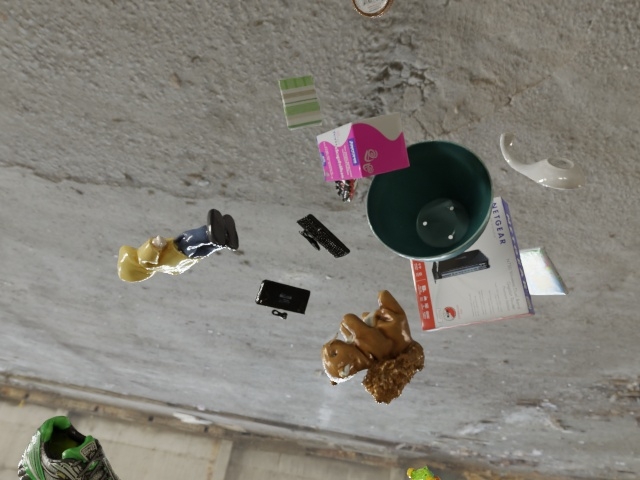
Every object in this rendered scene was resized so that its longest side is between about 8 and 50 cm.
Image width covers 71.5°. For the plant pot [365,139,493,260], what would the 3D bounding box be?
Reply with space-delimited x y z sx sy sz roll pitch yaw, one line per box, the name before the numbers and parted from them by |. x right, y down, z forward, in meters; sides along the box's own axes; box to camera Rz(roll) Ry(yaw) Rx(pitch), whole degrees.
plant pot | 0.282 -0.072 1.097 0.290 0.290 0.195 -5 162 26

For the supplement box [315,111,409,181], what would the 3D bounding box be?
supplement box | 0.084 -0.195 0.960 0.114 0.111 0.220 -16 -170 -18

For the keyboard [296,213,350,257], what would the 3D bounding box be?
keyboard | 0.000 0.000 1.430 0.192 0.038 0.100 43 138 -19

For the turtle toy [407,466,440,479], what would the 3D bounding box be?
turtle toy | 0.280 0.668 1.176 0.066 0.130 0.095 13 167 -30

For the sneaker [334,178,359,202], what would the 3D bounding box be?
sneaker | 0.128 -0.274 1.721 0.097 0.135 0.276 40 142 40

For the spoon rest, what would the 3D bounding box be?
spoon rest | 0.619 -0.215 1.262 0.137 0.276 0.084 -15 133 -18

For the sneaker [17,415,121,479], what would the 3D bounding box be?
sneaker | -0.494 0.509 0.927 0.343 0.146 0.134 31 -162 15

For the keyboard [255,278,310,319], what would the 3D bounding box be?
keyboard | -0.117 0.188 1.374 0.180 0.108 0.023 19 175 -34

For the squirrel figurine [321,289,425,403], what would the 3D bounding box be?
squirrel figurine | 0.206 0.473 1.802 0.397 0.370 0.281 51 149 9

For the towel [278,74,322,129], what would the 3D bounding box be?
towel | -0.062 -0.421 1.362 0.113 0.152 0.023 -15 -172 -19

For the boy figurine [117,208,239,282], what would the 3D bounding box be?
boy figurine | -0.318 0.022 0.972 0.285 0.092 0.177 -17 165 21

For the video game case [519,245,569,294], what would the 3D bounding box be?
video game case | 0.825 0.119 1.699 0.023 0.193 0.212 -29 179 -11

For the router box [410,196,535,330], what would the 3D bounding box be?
router box | 0.422 0.075 1.301 0.301 0.335 0.082 -18 159 32

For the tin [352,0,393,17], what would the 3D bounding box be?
tin | 0.116 -0.638 1.068 0.106 0.040 0.189 -8 112 25
